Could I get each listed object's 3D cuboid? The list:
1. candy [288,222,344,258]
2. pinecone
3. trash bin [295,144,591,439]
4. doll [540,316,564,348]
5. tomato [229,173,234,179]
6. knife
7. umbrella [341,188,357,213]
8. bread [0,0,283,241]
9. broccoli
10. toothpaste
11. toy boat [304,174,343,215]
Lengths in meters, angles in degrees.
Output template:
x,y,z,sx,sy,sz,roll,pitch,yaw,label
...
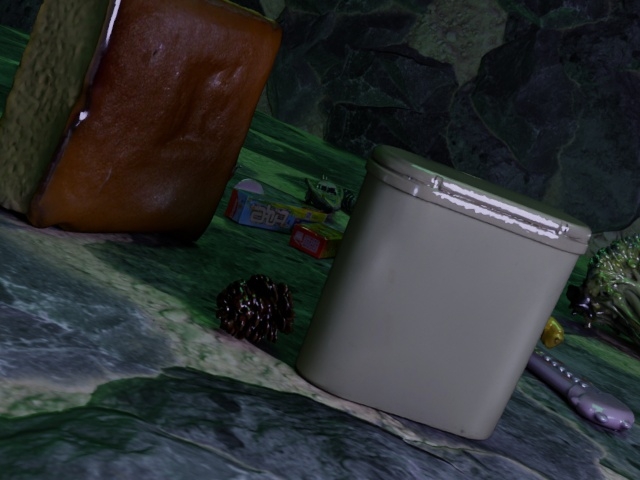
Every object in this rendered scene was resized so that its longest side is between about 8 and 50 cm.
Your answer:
x,y,z,sx,sy,sz,roll,pitch,yaw,label
0.000,0.000,1.718,0.062,0.038,0.122,25,10,19,candy
-0.068,0.074,1.086,0.083,0.077,0.077,-14,27,-27,pinecone
0.120,0.055,1.063,0.243,0.248,0.121,20,10,-13,trash bin
0.174,0.075,1.402,0.365,0.094,0.160,15,49,-36,doll
-0.229,-0.147,1.879,0.139,0.091,0.159,38,-11,27,tomato
0.324,0.173,1.487,0.132,0.038,0.398,15,12,-22,knife
0.089,-0.067,2.254,0.050,0.046,0.188,21,8,-32,umbrella
-0.221,-0.166,1.300,0.143,0.324,0.333,28,13,29,bread
0.601,0.137,1.975,0.246,0.263,0.243,-12,45,-8,broccoli
-0.069,-0.053,1.761,0.193,0.070,0.044,11,13,-47,toothpaste
0.013,-0.085,2.131,0.084,0.066,0.210,19,11,-11,toy boat
